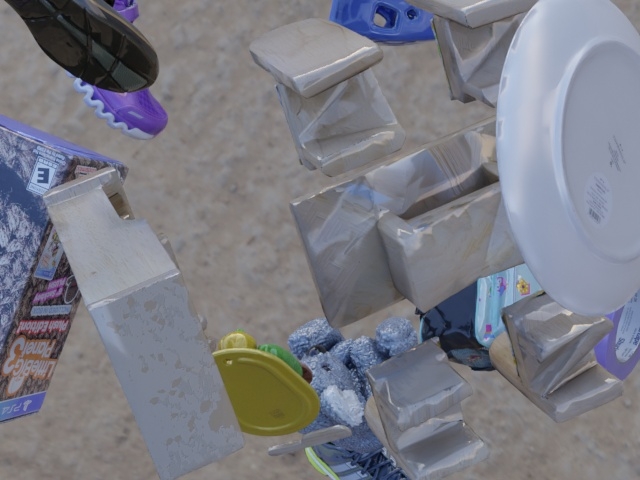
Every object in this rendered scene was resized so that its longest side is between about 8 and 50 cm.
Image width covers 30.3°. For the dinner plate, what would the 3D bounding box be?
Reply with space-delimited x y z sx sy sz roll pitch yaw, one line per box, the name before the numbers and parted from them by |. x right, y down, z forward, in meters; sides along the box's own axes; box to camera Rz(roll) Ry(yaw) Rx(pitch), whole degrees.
dinner plate | 0.120 -0.038 0.502 0.017 0.141 0.141 -2 66 45

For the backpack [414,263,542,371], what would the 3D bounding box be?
backpack | 0.210 0.068 1.351 0.144 0.188 0.165 -10 66 30

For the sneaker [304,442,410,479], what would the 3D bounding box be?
sneaker | 0.076 0.364 1.891 0.300 0.121 0.111 30 63 34

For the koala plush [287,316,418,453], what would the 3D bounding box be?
koala plush | 0.019 0.221 1.682 0.196 0.221 0.203 -4 92 30

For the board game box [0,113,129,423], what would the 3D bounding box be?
board game box | -0.372 0.012 1.229 0.232 0.141 0.291 21 95 13

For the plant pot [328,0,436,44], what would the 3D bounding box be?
plant pot | 0.134 -0.369 1.606 0.212 0.236 0.235 13 100 -1

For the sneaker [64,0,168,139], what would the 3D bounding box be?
sneaker | -0.234 -0.220 1.289 0.105 0.095 0.236 -33 104 13

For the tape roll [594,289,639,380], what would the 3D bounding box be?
tape roll | 0.419 0.106 1.716 0.080 0.189 0.189 18 75 32

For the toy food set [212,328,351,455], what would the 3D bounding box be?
toy food set | -0.068 0.175 1.452 0.128 0.218 0.071 -24 40 23

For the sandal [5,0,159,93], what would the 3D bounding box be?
sandal | -0.203 -0.195 0.904 0.090 0.219 0.060 -15 45 46

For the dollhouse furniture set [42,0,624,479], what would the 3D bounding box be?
dollhouse furniture set | 0.000 0.000 0.984 0.394 0.362 0.256 -23 26 -11
